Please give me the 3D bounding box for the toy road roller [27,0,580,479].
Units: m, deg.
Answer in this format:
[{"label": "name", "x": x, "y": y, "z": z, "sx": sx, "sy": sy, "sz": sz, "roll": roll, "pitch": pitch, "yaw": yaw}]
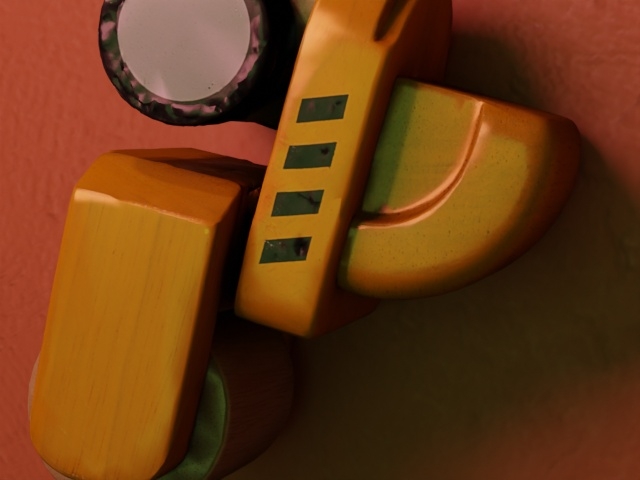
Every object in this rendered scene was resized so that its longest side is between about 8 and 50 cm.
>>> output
[{"label": "toy road roller", "x": 0.000, "y": 0.000, "z": 0.956, "sx": 0.240, "sy": 0.202, "sz": 0.330, "roll": 17, "pitch": 98, "yaw": 14}]
